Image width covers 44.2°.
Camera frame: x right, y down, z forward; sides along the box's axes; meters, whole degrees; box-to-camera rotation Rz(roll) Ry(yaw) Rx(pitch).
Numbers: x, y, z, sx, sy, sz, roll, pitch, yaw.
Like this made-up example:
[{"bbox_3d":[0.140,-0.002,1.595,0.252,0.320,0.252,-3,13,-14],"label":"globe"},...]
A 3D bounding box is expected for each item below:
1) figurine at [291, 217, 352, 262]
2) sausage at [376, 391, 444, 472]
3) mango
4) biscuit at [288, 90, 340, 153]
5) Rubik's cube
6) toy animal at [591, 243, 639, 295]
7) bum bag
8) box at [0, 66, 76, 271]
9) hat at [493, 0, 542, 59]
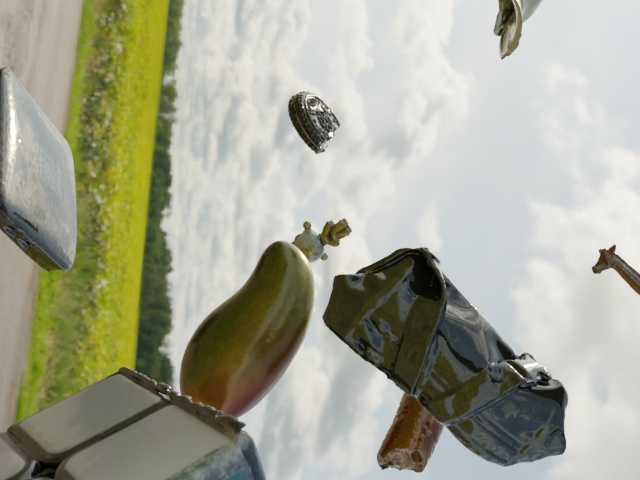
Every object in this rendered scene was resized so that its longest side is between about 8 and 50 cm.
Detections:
[{"bbox_3d":[0.003,0.003,1.803,0.068,0.143,0.101,-124,-151,-66],"label":"figurine"},{"bbox_3d":[0.162,0.232,1.217,0.103,0.076,0.302,-39,-166,38],"label":"sausage"},{"bbox_3d":[-0.101,0.144,1.191,0.289,0.146,0.129,-49,167,-10],"label":"mango"},{"bbox_3d":[-0.005,-0.140,0.938,0.027,0.089,0.087,-30,-115,26],"label":"biscuit"},{"bbox_3d":[-0.224,0.354,0.790,0.316,0.313,0.318,5,-64,54],"label":"Rubik's cube"},{"bbox_3d":[0.544,0.111,1.226,0.066,0.225,0.229,119,-37,-75],"label":"toy animal"},{"bbox_3d":[0.153,0.129,0.865,0.142,0.326,0.080,-50,-172,-6],"label":"bum bag"},{"bbox_3d":[-0.512,-0.117,1.381,0.289,0.073,0.289,74,5,-65],"label":"box"},{"bbox_3d":[0.285,-0.400,1.163,0.219,0.164,0.226,58,4,-28],"label":"hat"}]
